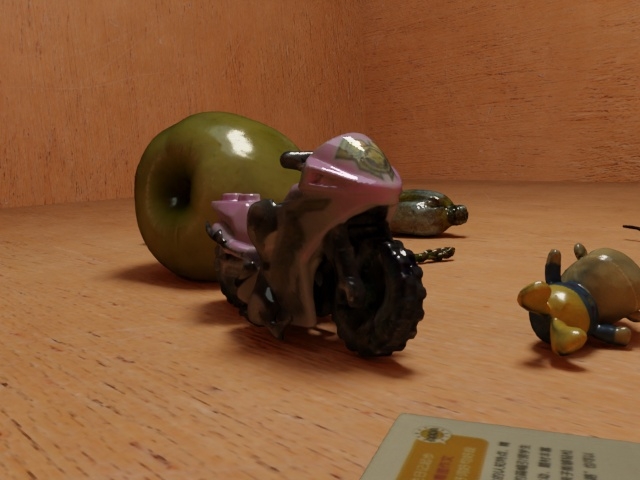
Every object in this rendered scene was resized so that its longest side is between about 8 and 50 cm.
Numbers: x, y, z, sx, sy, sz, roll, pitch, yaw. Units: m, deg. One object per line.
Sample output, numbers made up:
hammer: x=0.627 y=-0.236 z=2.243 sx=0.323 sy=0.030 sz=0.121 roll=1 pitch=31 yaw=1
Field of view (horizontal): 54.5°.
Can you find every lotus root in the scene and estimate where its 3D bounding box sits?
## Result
lotus root: x=0.200 y=-0.052 z=1.234 sx=0.191 sy=0.088 sz=0.113 roll=5 pitch=26 yaw=33

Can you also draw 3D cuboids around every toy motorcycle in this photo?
toy motorcycle: x=-0.019 y=-0.007 z=0.612 sx=0.143 sy=0.188 sz=0.327 roll=-3 pitch=7 yaw=-35

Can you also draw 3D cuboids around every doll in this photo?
doll: x=0.238 y=0.049 z=0.553 sx=0.089 sy=0.102 sz=0.179 roll=-43 pitch=-16 yaw=32

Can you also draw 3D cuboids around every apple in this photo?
apple: x=-0.137 y=-0.063 z=0.924 sx=0.278 sy=0.280 sz=0.279 roll=-2 pitch=8 yaw=0

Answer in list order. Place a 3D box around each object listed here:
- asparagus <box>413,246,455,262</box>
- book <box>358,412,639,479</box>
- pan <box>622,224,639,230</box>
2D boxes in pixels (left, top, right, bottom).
asparagus: x=0.099 y=0.029 z=0.909 sx=0.248 sy=0.025 sz=0.025 roll=-5 pitch=15 yaw=-29
book: x=0.148 y=0.128 z=0.233 sx=0.295 sy=0.020 sz=0.208 roll=1 pitch=9 yaw=22
pan: x=0.565 y=-0.008 z=1.056 sx=0.068 sy=0.024 sz=0.115 roll=-7 pitch=12 yaw=-25
